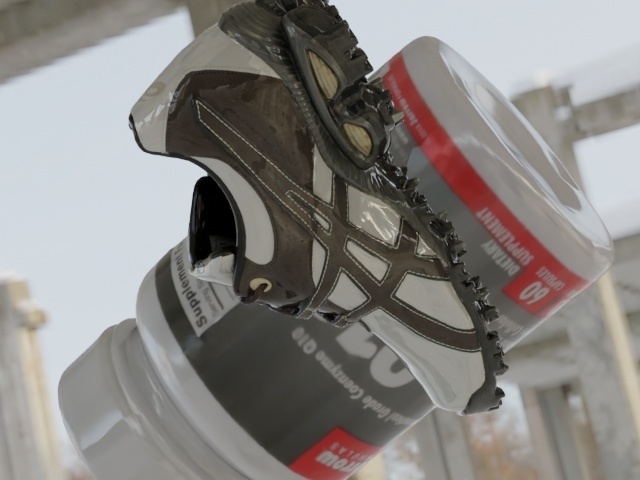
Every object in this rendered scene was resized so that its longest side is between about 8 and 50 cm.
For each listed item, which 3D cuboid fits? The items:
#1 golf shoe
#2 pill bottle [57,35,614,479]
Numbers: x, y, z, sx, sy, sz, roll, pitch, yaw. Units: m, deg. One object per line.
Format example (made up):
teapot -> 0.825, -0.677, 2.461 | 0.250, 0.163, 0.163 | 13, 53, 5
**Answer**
golf shoe -> 0.000, 0.000, 0.634 | 0.094, 0.198, 0.077 | -32, 29, -3
pill bottle -> 0.004, 0.037, 0.939 | 0.283, 0.161, 0.161 | -41, -21, 15
